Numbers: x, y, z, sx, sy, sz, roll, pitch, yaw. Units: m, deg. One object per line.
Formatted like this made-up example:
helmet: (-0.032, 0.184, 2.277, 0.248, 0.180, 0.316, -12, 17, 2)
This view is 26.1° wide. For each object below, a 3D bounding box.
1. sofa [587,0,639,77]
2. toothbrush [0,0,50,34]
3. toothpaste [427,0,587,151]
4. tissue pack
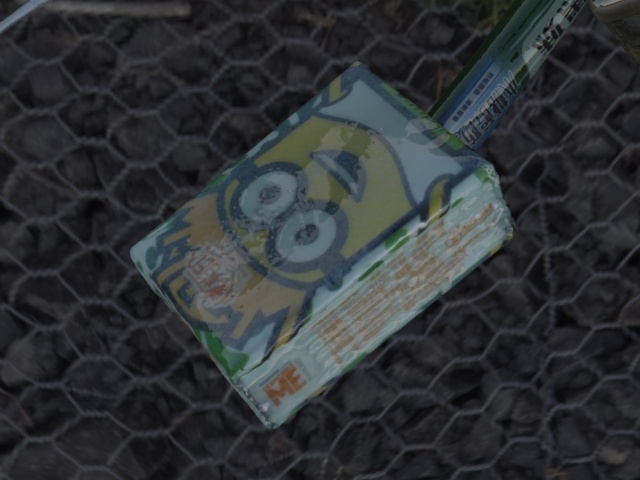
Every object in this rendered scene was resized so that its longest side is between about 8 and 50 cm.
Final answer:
sofa: (0.352, -0.197, 1.243, 0.200, 0.258, 0.182, -16, 56, 23)
toothbrush: (-0.255, -0.267, 1.412, 0.288, 0.024, 0.021, -41, 101, -19)
toothpaste: (0.189, -0.180, 1.494, 0.392, 0.098, 0.061, -54, 42, 8)
tissue pack: (0.000, 0.000, 1.337, 0.311, 0.128, 0.228, -39, 46, -7)
